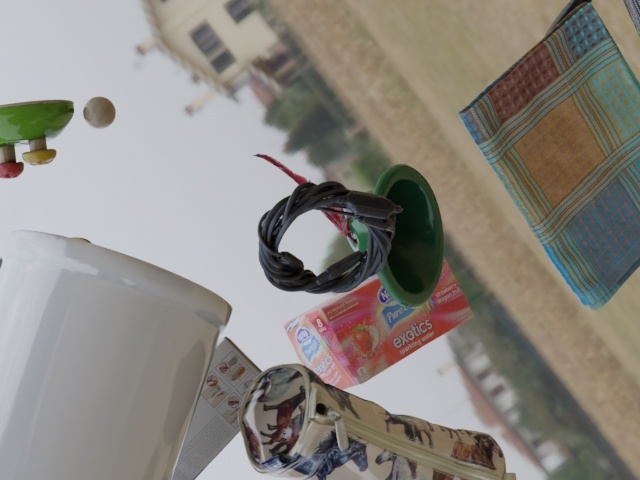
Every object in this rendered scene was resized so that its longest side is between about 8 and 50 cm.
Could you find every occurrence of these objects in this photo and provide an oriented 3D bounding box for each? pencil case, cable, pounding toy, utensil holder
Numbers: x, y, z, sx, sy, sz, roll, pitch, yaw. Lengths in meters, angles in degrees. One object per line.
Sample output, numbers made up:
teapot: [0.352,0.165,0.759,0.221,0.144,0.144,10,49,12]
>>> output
pencil case: [0.089,0.308,1.884,0.410,0.160,0.183,24,166,-29]
cable: [0.000,0.000,1.500,0.184,0.150,0.047,6,-140,-35]
pounding toy: [-0.458,-0.162,2.111,0.183,0.237,0.110,175,87,-67]
utensil holder: [-0.329,0.222,1.763,0.327,0.385,0.327,16,167,4]

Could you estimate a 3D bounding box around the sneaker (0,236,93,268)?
sneaker: [-0.499,0.062,2.172,0.121,0.300,0.111,-18,96,65]

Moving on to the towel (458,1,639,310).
towel: [0.385,-0.116,1.866,0.370,0.271,0.040,54,163,-21]

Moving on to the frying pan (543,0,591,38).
frying pan: [0.486,-0.441,2.047,0.197,0.326,0.053,9,-146,-7]

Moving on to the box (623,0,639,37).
box: [0.363,-0.346,1.533,0.216,0.060,0.270,30,-142,-66]

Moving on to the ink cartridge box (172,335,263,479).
ink cartridge box: [-0.238,0.317,2.145,0.130,0.309,0.272,45,165,-3]

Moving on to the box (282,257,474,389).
box: [0.105,0.141,2.324,0.142,0.300,0.154,-27,89,54]

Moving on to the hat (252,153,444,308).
hat: [0.040,-0.011,1.688,0.173,0.183,0.208,6,-100,-55]
